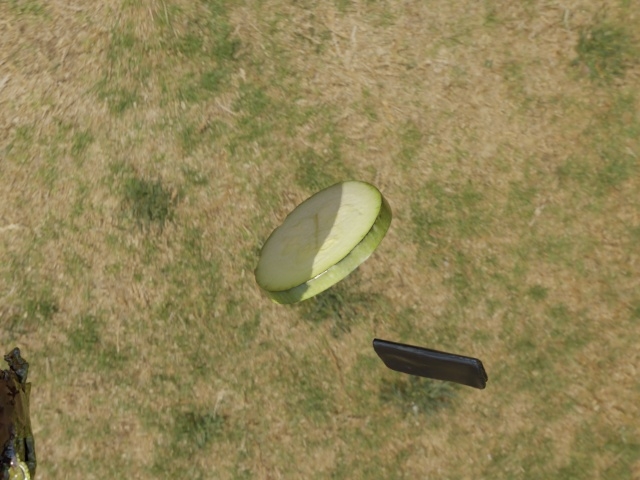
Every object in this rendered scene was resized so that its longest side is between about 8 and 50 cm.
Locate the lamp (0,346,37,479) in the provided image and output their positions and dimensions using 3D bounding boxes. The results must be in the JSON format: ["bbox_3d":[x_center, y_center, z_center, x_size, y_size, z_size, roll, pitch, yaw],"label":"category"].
[{"bbox_3d":[-0.301,0.172,0.599,0.157,0.156,0.135,-34,100,19],"label":"lamp"}]

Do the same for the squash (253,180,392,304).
[{"bbox_3d":[0.003,0.003,1.055,0.219,0.219,0.041,-39,117,2],"label":"squash"}]

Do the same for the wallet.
[{"bbox_3d":[0.150,0.169,1.039,0.018,0.156,0.082,-66,145,-27],"label":"wallet"}]
